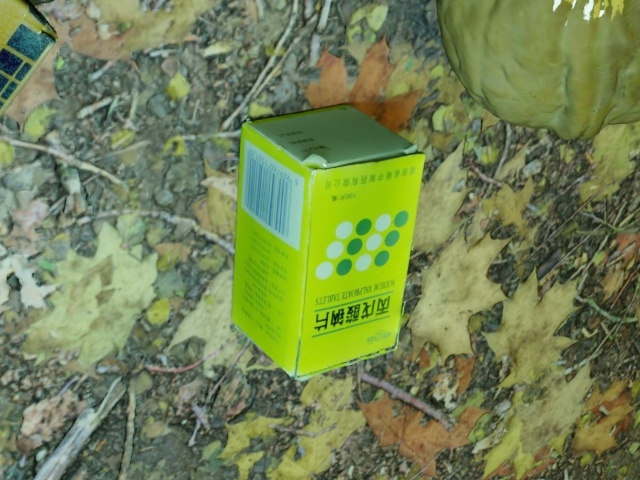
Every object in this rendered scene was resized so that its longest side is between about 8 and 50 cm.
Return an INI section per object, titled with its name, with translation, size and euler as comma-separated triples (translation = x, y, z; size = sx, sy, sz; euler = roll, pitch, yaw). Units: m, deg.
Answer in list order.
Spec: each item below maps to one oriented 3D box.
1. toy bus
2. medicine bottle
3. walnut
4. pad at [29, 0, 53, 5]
[toy bus]
translation = -0.299, -0.136, 1.001
size = 0.182, 0.091, 0.103
euler = -51, 136, 6
[medicine bottle]
translation = 0.000, 0.000, 1.279
size = 0.137, 0.141, 0.250
euler = -15, 125, -33
[walnut]
translation = 0.259, -0.242, 1.241
size = 0.277, 0.252, 0.313
euler = -29, 142, -20
[pad]
translation = -0.187, -0.293, 1.050
size = 0.243, 0.004, 0.164
euler = -22, 127, -25
